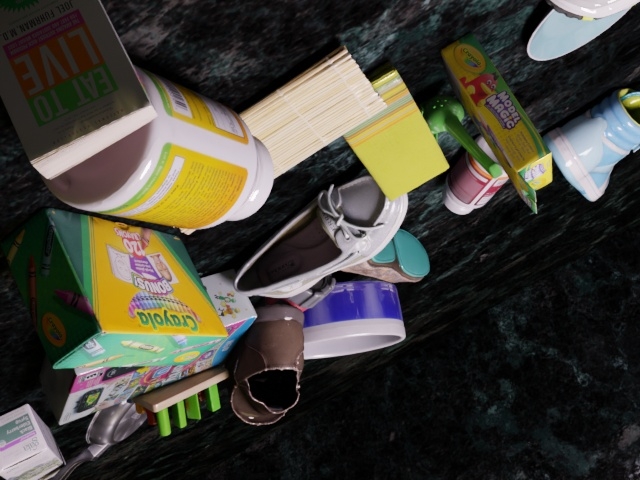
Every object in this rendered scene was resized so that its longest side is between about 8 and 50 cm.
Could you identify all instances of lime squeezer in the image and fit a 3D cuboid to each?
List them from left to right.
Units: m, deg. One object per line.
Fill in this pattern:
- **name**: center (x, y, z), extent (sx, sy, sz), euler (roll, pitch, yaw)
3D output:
- **lime squeezer**: center (0.181, -0.157, 1.234), extent (0.059, 0.110, 0.310), euler (-46, -168, 1)

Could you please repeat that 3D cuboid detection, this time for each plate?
- **plate**: center (0.357, -0.314, 1.182), extent (0.188, 0.024, 0.188), euler (-25, 161, -9)

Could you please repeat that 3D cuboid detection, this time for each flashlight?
- **flashlight**: center (-0.098, 0.123, 1.578), extent (0.103, 0.103, 0.304), euler (-1, 152, -39)

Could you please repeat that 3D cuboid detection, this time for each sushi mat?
- **sushi mat**: center (-0.075, -0.109, 1.050), extent (0.316, 0.019, 0.151), euler (-31, 155, 12)

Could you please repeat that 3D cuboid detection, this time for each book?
- **book**: center (-0.193, -0.131, 0.651), extent (0.096, 0.144, 0.035), euler (-29, 162, -3)

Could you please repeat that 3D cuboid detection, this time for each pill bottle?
- **pill bottle**: center (-0.148, -0.083, 0.863), extent (0.136, 0.136, 0.246), euler (-35, 161, 18)
- **pill bottle**: center (0.268, -0.110, 1.500), extent (0.086, 0.086, 0.152), euler (-19, 160, -29)

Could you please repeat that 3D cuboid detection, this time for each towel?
- **towel**: center (0.092, -0.137, 1.159), extent (0.102, 0.021, 0.237), euler (-29, 145, 10)

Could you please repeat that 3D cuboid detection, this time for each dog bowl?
- **dog bowl**: center (0.027, 0.158, 1.700), extent (0.265, 0.104, 0.265), euler (-7, 165, -2)

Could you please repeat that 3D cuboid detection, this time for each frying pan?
- **frying pan**: center (-0.406, 0.356, 1.639), extent (0.326, 0.053, 0.197), euler (-45, 163, -32)

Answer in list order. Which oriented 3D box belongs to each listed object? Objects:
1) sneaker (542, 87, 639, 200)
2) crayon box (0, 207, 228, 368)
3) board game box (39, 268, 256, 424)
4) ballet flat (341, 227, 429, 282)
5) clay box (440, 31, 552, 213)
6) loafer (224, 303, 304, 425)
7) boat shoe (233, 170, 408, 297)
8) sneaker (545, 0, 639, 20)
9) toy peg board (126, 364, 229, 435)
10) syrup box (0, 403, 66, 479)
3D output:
- **sneaker**: center (0.566, -0.186, 1.682), extent (0.208, 0.127, 0.319), euler (-34, 162, 20)
- **crayon box**: center (-0.243, 0.066, 1.077), extent (0.081, 0.165, 0.278), euler (-34, 162, 16)
- **board game box**: center (-0.283, 0.171, 1.420), extent (0.303, 0.097, 0.224), euler (-18, 160, -32)
- **ballet flat**: center (0.103, 0.026, 1.635), extent (0.106, 0.107, 0.316), euler (-15, 164, 25)
- **clay box**: center (0.236, -0.147, 1.128), extent (0.053, 0.222, 0.127), euler (-32, 163, 7)
- **loafer**: center (-0.102, 0.252, 1.550), extent (0.134, 0.130, 0.366), euler (-1, 145, -8)
- **boat shoe**: center (-0.002, -0.002, 1.346), extent (0.320, 0.118, 0.103), euler (-32, 167, 32)
- **sneaker**: center (0.413, -0.371, 0.919), extent (0.385, 0.145, 0.147), euler (-32, 162, 4)
- **toy peg board**: center (-0.272, 0.274, 1.574), extent (0.161, 0.079, 0.161), euler (-21, -156, -40)
- **syrup box**: center (-0.540, 0.381, 1.598), extent (0.093, 0.096, 0.237), euler (-26, 162, -16)
